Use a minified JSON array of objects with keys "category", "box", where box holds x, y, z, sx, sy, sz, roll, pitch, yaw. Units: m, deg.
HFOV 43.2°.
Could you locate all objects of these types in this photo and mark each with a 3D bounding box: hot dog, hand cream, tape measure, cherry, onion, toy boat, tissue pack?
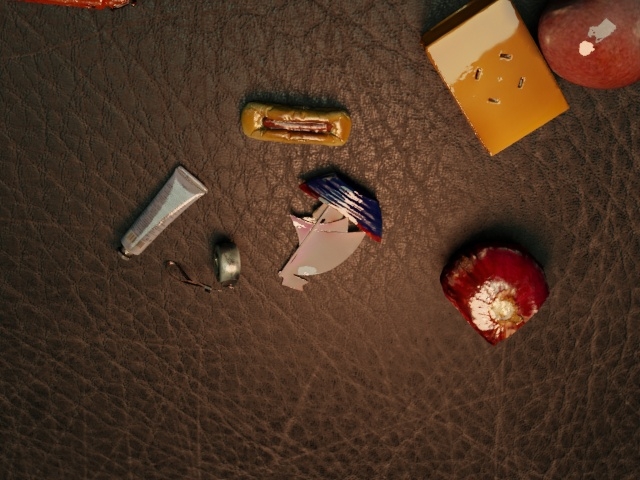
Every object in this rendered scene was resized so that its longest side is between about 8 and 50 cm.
[{"category":"hot dog","box":[-0.053,-0.252,1.759,0.242,0.073,0.084,5,108,-4]},{"category":"hand cream","box":[-0.369,-0.053,1.843,0.088,0.055,0.256,42,103,-9]},{"category":"tape measure","box":[-0.272,0.054,1.861,0.179,0.104,0.107,3,116,-4]},{"category":"cherry","box":[0.572,-0.427,1.624,0.307,0.221,0.261,39,87,-36]},{"category":"onion","box":[0.399,0.093,1.846,0.206,0.216,0.207,-42,100,11]},{"category":"toy boat","box":[0.029,-0.003,1.871,0.219,0.072,0.318,11,115,-3]},{"category":"tissue pack","box":[0.356,-0.351,1.692,0.194,0.145,0.274,-32,109,9]}]

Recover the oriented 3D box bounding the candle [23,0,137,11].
[{"category":"candle","box":[-0.523,-0.514,1.642,0.301,0.059,0.084,8,122,-6]}]
